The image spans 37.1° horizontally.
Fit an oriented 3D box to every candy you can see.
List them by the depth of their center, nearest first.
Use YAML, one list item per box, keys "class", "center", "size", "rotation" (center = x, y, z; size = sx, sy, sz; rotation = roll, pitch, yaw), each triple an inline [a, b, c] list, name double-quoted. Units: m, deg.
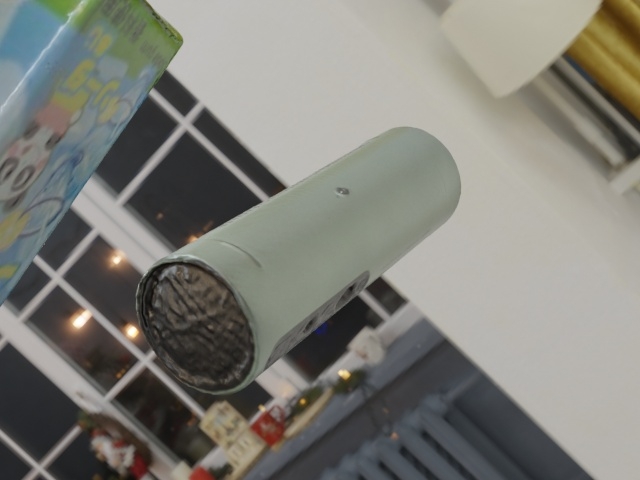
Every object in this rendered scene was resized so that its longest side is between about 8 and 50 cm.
- class: "candy"
  center: [-0.138, -0.027, 0.361]
  size: [0.194, 0.062, 0.097]
  rotation: [-55, -6, -1]

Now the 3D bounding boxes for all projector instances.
- class: "projector"
  center: [0.000, 0.000, 0.771]
  size: [0.108, 0.108, 0.337]
  rotation: [-44, -6, 39]
